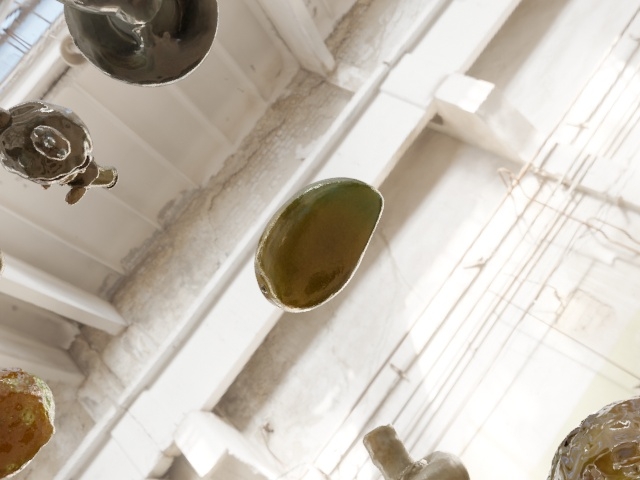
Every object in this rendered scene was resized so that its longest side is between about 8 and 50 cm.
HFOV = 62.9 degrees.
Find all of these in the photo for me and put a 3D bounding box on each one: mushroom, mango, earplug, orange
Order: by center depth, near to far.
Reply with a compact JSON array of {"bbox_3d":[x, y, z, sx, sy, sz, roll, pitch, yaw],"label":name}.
[{"bbox_3d":[-0.231,-0.326,0.602,0.214,0.175,0.326,-18,-35,-3],"label":"earplug"},{"bbox_3d":[0.000,0.000,0.649,0.194,0.092,0.130,-40,-76,-12],"label":"mango"},{"bbox_3d":[-0.576,0.326,0.876,0.237,0.179,0.158,-23,3,15],"label":"orange"},{"bbox_3d":[0.176,0.441,0.953,0.206,0.206,0.209,18,-118,-55],"label":"mushroom"}]

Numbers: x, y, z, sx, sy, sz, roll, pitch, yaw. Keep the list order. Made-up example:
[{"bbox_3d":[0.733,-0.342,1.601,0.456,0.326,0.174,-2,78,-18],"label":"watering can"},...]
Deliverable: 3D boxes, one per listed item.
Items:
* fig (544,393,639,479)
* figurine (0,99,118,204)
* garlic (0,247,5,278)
[{"bbox_3d":[0.277,0.318,0.481,0.368,0.286,0.286,-40,-26,27],"label":"fig"},{"bbox_3d":[-0.660,-0.217,1.334,0.203,0.248,0.380,-63,-12,-11],"label":"figurine"},{"bbox_3d":[-0.798,0.060,1.253,0.084,0.066,0.152,35,-111,-30],"label":"garlic"}]
